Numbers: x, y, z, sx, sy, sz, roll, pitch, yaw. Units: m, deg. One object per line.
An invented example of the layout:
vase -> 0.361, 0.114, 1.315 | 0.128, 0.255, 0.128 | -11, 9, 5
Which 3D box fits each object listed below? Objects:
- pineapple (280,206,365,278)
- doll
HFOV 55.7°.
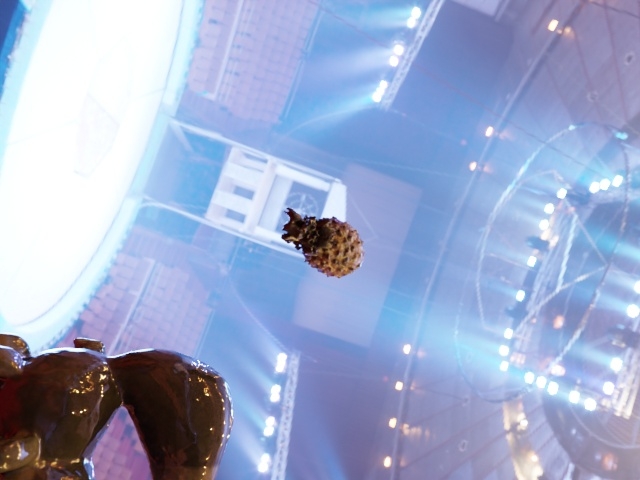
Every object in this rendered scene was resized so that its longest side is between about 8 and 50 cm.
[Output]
pineapple -> 0.000, 0.000, 1.009 | 0.198, 0.108, 0.108 | 30, 78, -59
doll -> -0.317, 0.325, 0.807 | 0.252, 0.378, 0.382 | 129, -35, -81
